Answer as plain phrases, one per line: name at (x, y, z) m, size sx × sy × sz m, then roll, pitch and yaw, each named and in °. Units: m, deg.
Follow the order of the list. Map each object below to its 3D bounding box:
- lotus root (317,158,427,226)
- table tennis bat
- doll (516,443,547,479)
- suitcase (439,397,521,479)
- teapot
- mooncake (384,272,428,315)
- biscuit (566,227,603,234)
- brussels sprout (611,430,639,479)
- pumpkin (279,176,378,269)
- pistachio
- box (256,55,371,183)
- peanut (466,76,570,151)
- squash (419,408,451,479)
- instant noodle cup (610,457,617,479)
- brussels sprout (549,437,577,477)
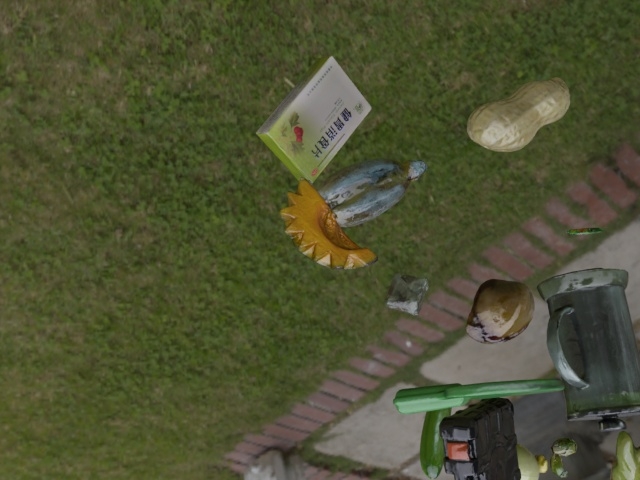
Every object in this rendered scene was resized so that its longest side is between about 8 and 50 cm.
lotus root at (0.142, -0.145, 1.947) m, size 0.322 × 0.158 × 0.140 m, roll -24°, pitch 176°, yaw -15°
table tennis bat at (0.224, 0.223, 1.032) m, size 0.257 × 0.039 × 0.160 m, roll -16°, pitch 160°, yaw 32°
doll at (0.461, 0.569, 1.800) m, size 0.296 × 0.141 × 0.117 m, roll 22°, pitch 90°, yaw -39°
suitcase at (0.292, 0.434, 1.240) m, size 0.066 × 0.285 × 0.206 m, roll -9°, pitch 176°, yaw 35°
teapot at (0.587, 0.242, 1.536) m, size 0.270 × 0.337 × 0.200 m, roll 11°, pitch 155°, yaw -39°
mooncake at (0.279, 0.176, 2.300) m, size 0.125 × 0.130 × 0.073 m, roll 11°, pitch 146°, yaw 27°
biscuit at (0.685, -0.024, 1.826) m, size 0.046 × 0.016 × 0.089 m, roll 0°, pitch 176°, yaw -26°
brussels sprout at (0.558, 0.336, 0.912) m, size 0.315 × 0.276 × 0.371 m, roll 18°, pitch 89°, yaw -30°
pumpkin at (0.000, 0.000, 1.615) m, size 0.130 × 0.254 × 0.149 m, roll -41°, pitch 170°, yaw -13°
pistachio at (0.474, 0.189, 1.888) m, size 0.210 × 0.165 × 0.130 m, roll -36°, pitch 169°, yaw -13°
box at (-0.012, -0.291, 1.705) m, size 0.175 × 0.062 × 0.260 m, roll 47°, pitch 71°, yaw -30°
peanut at (0.429, -0.265, 1.505) m, size 0.256 × 0.123 × 0.123 m, roll -26°, pitch 141°, yaw -18°
squash at (0.357, 0.595, 2.196) m, size 0.082 × 0.292 × 0.082 m, roll 11°, pitch 148°, yaw 7°
instant noodle cup at (0.846, 0.666, 1.830) m, size 0.216 × 0.172 × 0.216 m, roll 10°, pitch 135°, yaw 10°
brussels sprout at (0.513, 0.459, 1.503) m, size 0.046 × 0.051 × 0.083 m, roll 44°, pitch 68°, yaw -50°
